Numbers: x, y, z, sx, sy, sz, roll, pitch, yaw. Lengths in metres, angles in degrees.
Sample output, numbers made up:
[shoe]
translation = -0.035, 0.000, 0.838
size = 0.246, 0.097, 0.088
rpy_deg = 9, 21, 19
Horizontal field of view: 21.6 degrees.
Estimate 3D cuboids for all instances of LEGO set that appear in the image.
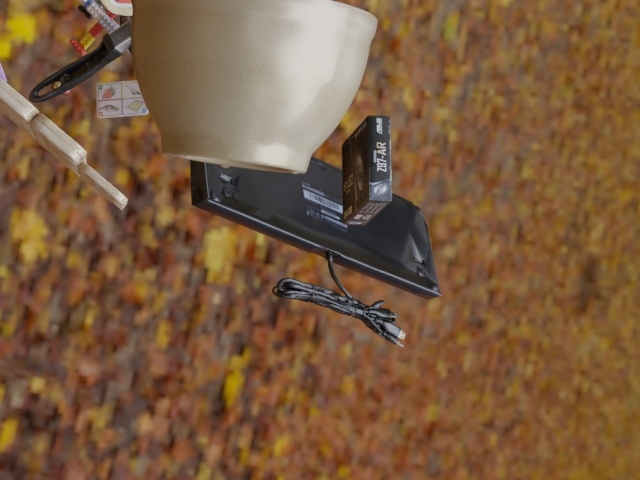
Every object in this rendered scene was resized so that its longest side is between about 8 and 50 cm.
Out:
[LEGO set]
translation = -0.255, -0.260, 2.274
size = 0.060, 0.244, 0.182
rpy_deg = 18, 70, -73

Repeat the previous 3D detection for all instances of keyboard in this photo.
[keyboard]
translation = 0.000, 0.000, 1.665
size = 0.317, 0.033, 0.201
rpy_deg = 22, 45, -36

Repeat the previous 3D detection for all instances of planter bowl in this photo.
[planter bowl]
translation = -0.050, -0.102, 1.095
size = 0.162, 0.162, 0.109
rpy_deg = 10, 89, -70

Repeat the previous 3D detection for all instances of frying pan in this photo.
[frying pan]
translation = -0.230, -0.294, 2.158
size = 0.053, 0.326, 0.197
rpy_deg = 49, 37, -71

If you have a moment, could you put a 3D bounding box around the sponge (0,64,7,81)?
[sponge]
translation = -0.499, -0.283, 2.190
size = 0.031, 0.117, 0.210
rpy_deg = -137, -152, -66

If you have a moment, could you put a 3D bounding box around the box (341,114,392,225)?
[box]
translation = 0.035, -0.053, 1.288
size = 0.083, 0.018, 0.067
rpy_deg = 138, -46, -72

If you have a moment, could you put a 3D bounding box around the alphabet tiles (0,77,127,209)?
[alphabet tiles]
translation = -0.335, -0.135, 1.993
size = 0.021, 0.278, 0.284
rpy_deg = -50, -175, -6

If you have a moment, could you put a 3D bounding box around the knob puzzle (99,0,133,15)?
[knob puzzle]
translation = -0.108, -0.254, 1.252
size = 0.030, 0.213, 0.213
rpy_deg = -155, -106, -74
